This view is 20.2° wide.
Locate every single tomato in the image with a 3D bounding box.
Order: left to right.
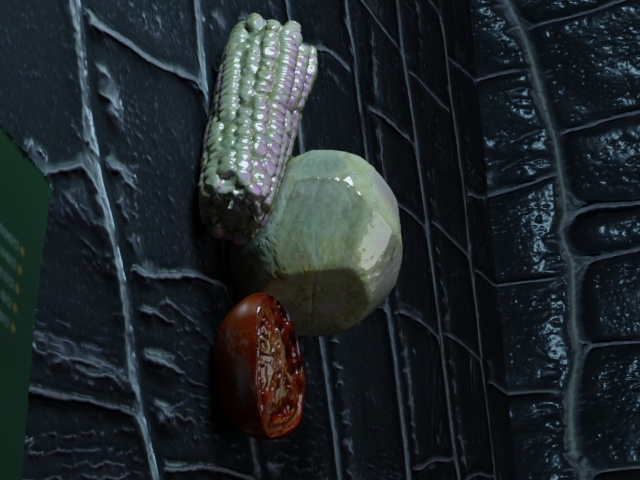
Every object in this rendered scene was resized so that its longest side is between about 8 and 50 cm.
[{"bbox_3d":[-0.080,0.148,2.125,0.166,0.082,0.174,-6,92,-70],"label":"tomato"}]

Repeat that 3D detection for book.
[{"bbox_3d":[-0.306,0.036,1.474,0.260,0.043,0.371,58,27,-51],"label":"book"}]

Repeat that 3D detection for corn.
[{"bbox_3d":[-0.086,-0.141,2.207,0.126,0.127,0.335,67,27,-42],"label":"corn"}]

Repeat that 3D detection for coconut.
[{"bbox_3d":[0.000,0.000,2.253,0.197,0.237,0.237,32,40,-22],"label":"coconut"}]
